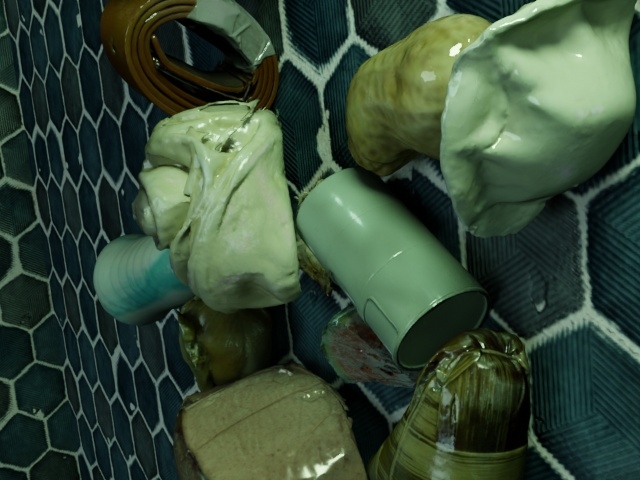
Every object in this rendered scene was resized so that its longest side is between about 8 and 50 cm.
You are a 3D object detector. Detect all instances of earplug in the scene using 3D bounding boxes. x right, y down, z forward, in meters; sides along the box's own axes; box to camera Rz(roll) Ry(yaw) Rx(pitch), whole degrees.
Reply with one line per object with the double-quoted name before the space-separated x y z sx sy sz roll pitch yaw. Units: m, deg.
"earplug" -0.267 0.050 1.412 0.324 0.185 0.185 -16 86 50

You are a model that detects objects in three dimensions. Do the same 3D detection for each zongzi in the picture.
"zongzi" 0.127 0.217 0.892 0.288 0.134 0.286 -147 61 -68

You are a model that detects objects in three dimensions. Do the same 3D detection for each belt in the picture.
"belt" -0.177 -0.262 1.080 0.105 0.261 0.184 34 103 45

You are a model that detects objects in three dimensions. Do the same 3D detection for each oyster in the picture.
"oyster" 0.001 -0.005 1.058 0.105 0.056 0.177 -136 36 -55

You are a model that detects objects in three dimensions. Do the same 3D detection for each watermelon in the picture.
"watermelon" 0.075 0.139 0.986 0.139 0.071 0.187 26 153 20

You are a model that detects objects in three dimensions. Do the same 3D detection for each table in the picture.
"table" 0.078 0.028 0.884 0.220 0.126 0.126 53 140 35

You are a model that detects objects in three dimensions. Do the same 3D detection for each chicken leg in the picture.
"chicken leg" -0.161 0.237 1.302 0.201 0.152 0.429 -84 0 -51

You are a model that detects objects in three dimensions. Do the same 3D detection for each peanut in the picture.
"peanut" 0.101 -0.142 0.802 0.253 0.122 0.137 -12 98 60

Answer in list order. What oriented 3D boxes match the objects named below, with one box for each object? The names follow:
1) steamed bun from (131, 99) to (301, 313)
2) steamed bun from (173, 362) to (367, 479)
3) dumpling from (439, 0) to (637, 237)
"steamed bun" -0.141 -0.036 1.016 0.268 0.207 0.280 -131 32 -81
"steamed bun" -0.066 0.328 1.096 0.301 0.251 0.199 -134 25 -61
"dumpling" 0.170 -0.104 0.648 0.131 0.179 0.252 47 135 33
